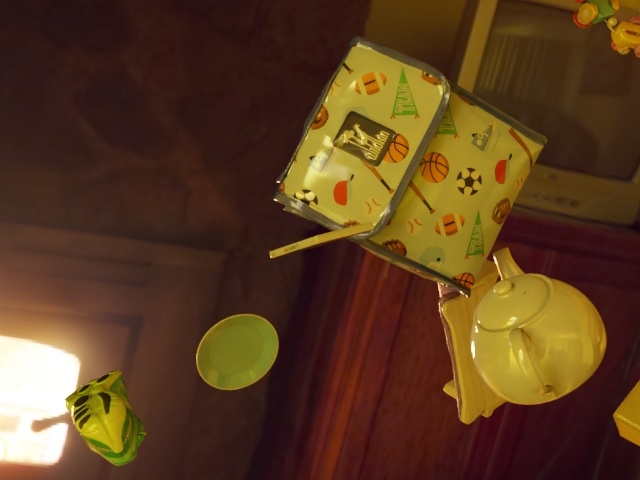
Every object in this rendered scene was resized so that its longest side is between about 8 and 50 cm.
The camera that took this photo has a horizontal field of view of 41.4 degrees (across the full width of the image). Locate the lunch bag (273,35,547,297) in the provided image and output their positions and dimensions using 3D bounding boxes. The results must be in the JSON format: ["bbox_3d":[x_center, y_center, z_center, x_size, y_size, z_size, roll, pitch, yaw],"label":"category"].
[{"bbox_3d":[0.147,-0.127,1.480,0.385,0.327,0.239,28,-1,-19],"label":"lunch bag"}]

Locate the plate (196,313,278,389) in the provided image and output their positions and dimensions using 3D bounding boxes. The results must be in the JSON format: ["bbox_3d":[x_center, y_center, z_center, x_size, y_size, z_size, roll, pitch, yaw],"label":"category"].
[{"bbox_3d":[-0.182,0.239,1.840,0.188,0.188,0.024,8,20,-29],"label":"plate"}]

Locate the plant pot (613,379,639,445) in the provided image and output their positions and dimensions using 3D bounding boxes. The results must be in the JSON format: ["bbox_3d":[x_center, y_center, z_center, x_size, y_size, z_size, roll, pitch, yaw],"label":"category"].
[{"bbox_3d":[0.438,0.230,1.083,0.083,0.081,0.081,35,-11,40],"label":"plant pot"}]

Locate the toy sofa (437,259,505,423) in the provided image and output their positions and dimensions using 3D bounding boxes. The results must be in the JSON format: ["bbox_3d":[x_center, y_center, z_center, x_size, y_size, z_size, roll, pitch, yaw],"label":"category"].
[{"bbox_3d":[0.320,0.219,1.909,0.177,0.362,0.150,-27,29,-24],"label":"toy sofa"}]

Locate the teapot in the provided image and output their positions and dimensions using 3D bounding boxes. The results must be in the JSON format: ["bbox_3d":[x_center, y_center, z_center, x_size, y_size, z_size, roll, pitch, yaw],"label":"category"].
[{"bbox_3d":[0.356,0.149,1.468,0.256,0.252,0.187,7,-43,58],"label":"teapot"}]

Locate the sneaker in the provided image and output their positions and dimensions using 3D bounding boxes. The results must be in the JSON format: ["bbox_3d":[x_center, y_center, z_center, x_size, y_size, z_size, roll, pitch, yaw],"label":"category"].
[{"bbox_3d":[-0.364,0.306,1.436,0.109,0.123,0.295,-26,12,-11],"label":"sneaker"}]

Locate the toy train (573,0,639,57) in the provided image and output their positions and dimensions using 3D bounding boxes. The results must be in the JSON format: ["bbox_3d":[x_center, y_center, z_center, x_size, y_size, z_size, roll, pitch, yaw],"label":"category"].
[{"bbox_3d":[0.413,-0.311,1.171,0.166,0.125,0.046,30,-33,-11],"label":"toy train"}]

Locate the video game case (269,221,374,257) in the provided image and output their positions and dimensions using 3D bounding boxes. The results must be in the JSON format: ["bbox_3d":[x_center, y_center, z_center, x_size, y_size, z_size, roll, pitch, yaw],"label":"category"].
[{"bbox_3d":[0.000,0.000,1.074,0.087,0.011,0.122,-15,-2,-32],"label":"video game case"}]
